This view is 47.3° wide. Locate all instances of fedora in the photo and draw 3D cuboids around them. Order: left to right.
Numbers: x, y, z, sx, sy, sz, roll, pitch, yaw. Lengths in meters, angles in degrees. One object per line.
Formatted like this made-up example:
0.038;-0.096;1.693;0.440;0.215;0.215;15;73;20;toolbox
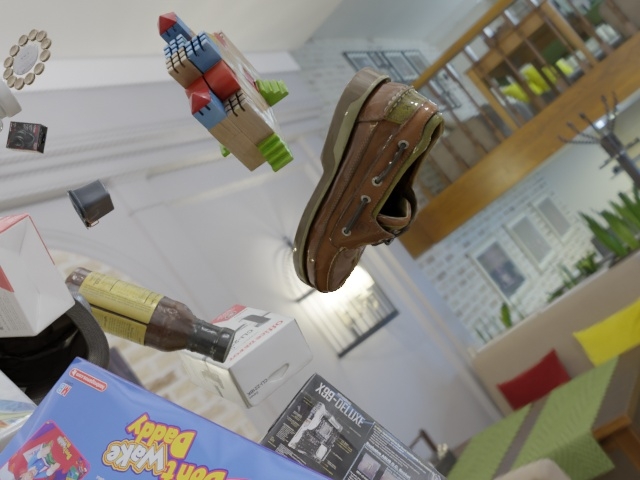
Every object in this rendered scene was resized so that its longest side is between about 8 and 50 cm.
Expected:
-0.481;0.159;1.237;0.275;0.244;0.124;-30;22;10;fedora

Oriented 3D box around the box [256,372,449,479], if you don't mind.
0.040;0.377;1.076;0.242;0.307;0.076;-47;-7;-49;box

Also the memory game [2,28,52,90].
-0.798;-0.493;1.992;0.186;0.186;0.012;-38;-32;13;memory game

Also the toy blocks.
-0.210;-0.326;1.500;0.190;0.381;0.261;-34;-44;13;toy blocks

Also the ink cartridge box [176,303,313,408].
-0.178;0.257;1.675;0.197;0.114;0.273;-35;22;-29;ink cartridge box

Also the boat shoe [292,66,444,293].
0.049;-0.034;0.810;0.111;0.104;0.307;-46;-20;-39;boat shoe

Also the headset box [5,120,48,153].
-0.641;-0.226;1.607;0.083;0.062;0.032;7;-5;11;headset box

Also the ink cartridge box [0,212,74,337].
-0.380;0.043;0.797;0.198;0.115;0.067;-6;26;28;ink cartridge box

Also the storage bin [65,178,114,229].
-0.587;-0.094;1.892;0.091;0.098;0.135;-32;-12;-16;storage bin

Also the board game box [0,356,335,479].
-0.116;0.237;0.485;0.233;0.347;0.078;-56;-42;-25;board game box

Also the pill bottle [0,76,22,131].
-0.683;-0.231;1.388;0.208;0.117;0.117;-36;-7;-17;pill bottle

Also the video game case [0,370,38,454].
-0.569;0.233;0.915;0.329;0.300;0.036;-28;-46;-41;video game case

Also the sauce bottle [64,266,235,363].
-0.341;0.157;1.452;0.111;0.344;0.111;21;-90;-88;sauce bottle
